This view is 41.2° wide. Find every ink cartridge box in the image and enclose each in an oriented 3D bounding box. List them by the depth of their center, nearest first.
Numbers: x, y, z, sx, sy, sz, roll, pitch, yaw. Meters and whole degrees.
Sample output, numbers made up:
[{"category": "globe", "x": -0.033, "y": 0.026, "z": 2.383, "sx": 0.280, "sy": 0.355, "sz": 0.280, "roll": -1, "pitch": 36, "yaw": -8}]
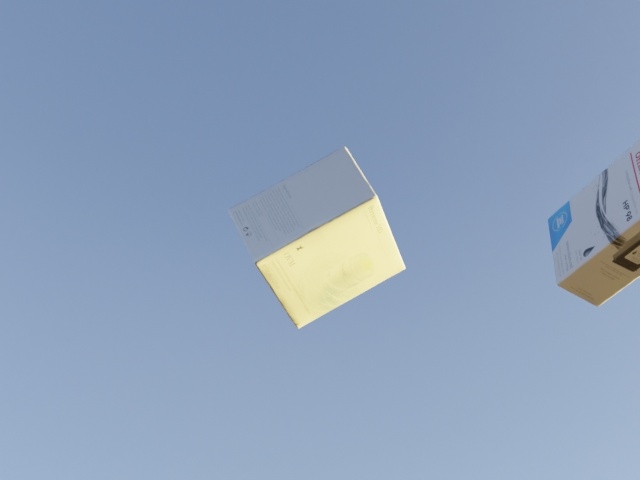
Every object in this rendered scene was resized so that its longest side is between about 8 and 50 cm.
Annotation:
[{"category": "ink cartridge box", "x": 0.315, "y": -0.029, "z": 0.857, "sx": 0.060, "sy": 0.104, "sz": 0.180, "roll": 27, "pitch": -49, "yaw": -17}]

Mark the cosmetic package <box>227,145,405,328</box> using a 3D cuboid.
[{"category": "cosmetic package", "x": 0.000, "y": 0.000, "z": 1.446, "sx": 0.224, "sy": 0.138, "sz": 0.224, "roll": -30, "pitch": -38, "yaw": -2}]
